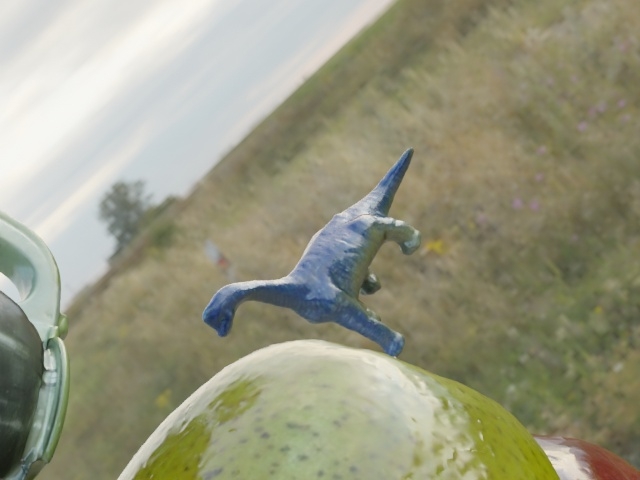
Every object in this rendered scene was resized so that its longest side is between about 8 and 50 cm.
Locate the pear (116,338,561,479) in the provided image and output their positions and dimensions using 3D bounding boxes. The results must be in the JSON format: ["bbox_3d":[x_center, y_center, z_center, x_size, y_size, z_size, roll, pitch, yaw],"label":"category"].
[{"bbox_3d":[0.008,0.134,0.488,0.198,0.198,0.198,-43,4,3],"label":"pear"}]

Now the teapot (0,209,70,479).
[{"bbox_3d":[-0.126,0.036,0.497,0.092,0.091,0.124,-17,58,60],"label":"teapot"}]

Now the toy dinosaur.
[{"bbox_3d":[0.000,0.000,1.244,0.075,0.188,0.247,-13,53,46],"label":"toy dinosaur"}]

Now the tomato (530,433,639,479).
[{"bbox_3d":[0.138,0.191,0.885,0.233,0.139,0.200,6,14,27],"label":"tomato"}]
